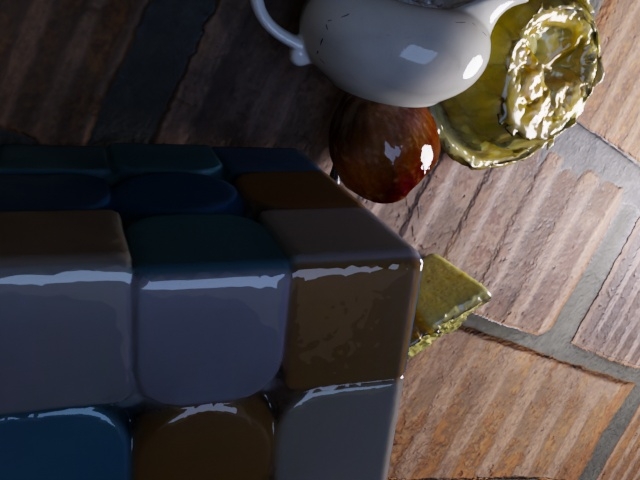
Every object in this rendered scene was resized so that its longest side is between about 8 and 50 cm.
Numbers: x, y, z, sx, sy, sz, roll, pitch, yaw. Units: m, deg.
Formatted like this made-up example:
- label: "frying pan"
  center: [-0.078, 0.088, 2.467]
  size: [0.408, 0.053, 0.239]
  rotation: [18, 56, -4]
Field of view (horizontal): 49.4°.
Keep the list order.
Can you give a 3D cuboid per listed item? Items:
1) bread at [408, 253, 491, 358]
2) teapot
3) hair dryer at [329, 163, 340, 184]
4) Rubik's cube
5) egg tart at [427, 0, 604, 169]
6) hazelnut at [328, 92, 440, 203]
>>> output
- label: "bread"
  center: [0.104, 0.124, 1.006]
  size: [0.265, 0.178, 0.142]
  rotation: [-28, 91, -20]
- label: "teapot"
  center: [0.067, -0.236, 0.753]
  size: [0.299, 0.208, 0.166]
  rotation: [11, 129, -24]
- label: "hair dryer"
  center: [-0.013, -0.002, 0.920]
  size: [0.173, 0.050, 0.195]
  rotation: [-13, 113, -26]
- label: "Rubik's cube"
  center: [-0.142, 0.110, 0.684]
  size: [0.344, 0.346, 0.347]
  rotation: [-1, 113, -21]
- label: "egg tart"
  center: [0.272, -0.234, 0.930]
  size: [0.314, 0.120, 0.315]
  rotation: [-12, 116, -26]
- label: "hazelnut"
  center: [0.075, -0.124, 0.845]
  size: [0.143, 0.154, 0.143]
  rotation: [3, 121, 5]
